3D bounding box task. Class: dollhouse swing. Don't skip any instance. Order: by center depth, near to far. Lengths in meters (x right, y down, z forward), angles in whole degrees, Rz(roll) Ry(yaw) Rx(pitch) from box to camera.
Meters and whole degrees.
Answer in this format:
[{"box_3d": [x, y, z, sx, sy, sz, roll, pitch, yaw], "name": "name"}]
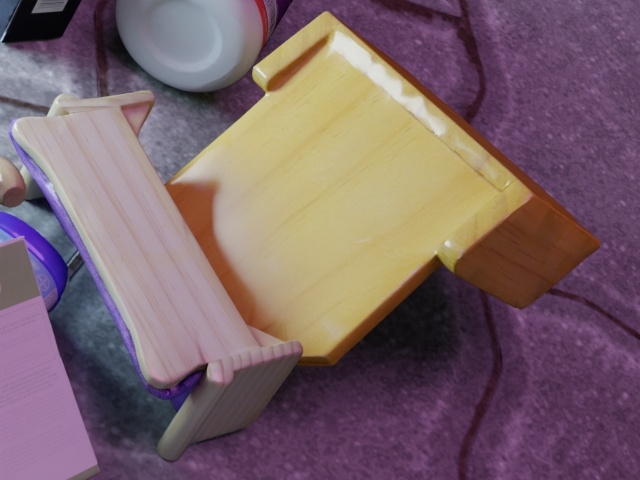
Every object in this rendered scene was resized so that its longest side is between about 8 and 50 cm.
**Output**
[{"box_3d": [0.055, -0.019, 1.875, 0.347, 0.305, 0.315, 44, 9, 30], "name": "dollhouse swing"}]

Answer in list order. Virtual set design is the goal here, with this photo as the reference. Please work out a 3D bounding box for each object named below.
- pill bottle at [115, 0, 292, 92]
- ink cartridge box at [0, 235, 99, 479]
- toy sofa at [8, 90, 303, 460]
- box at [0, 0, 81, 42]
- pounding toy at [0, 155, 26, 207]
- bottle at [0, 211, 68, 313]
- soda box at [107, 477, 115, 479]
[{"box_3d": [-0.116, -0.333, 2.076, 0.181, 0.181, 0.323, 33, 40, -6], "name": "pill bottle"}, {"box_3d": [-0.304, 0.132, 1.513, 0.171, 0.056, 0.235, -23, 95, -50], "name": "ink cartridge box"}, {"box_3d": [-0.192, 0.032, 1.704, 0.177, 0.150, 0.362, -14, 62, -38], "name": "toy sofa"}, {"box_3d": [-0.338, -0.339, 1.940, 0.093, 0.156, 0.158, -12, 60, -43], "name": "box"}, {"box_3d": [-0.427, -0.082, 1.610, 0.269, 0.155, 0.154, -1, 28, -26], "name": "pounding toy"}, {"box_3d": [-0.352, 0.084, 1.581, 0.118, 0.092, 0.283, 41, 40, -1], "name": "bottle"}, {"box_3d": [-0.237, 0.279, 1.513, 0.060, 0.053, 0.169, 49, 42, 13], "name": "soda box"}]
